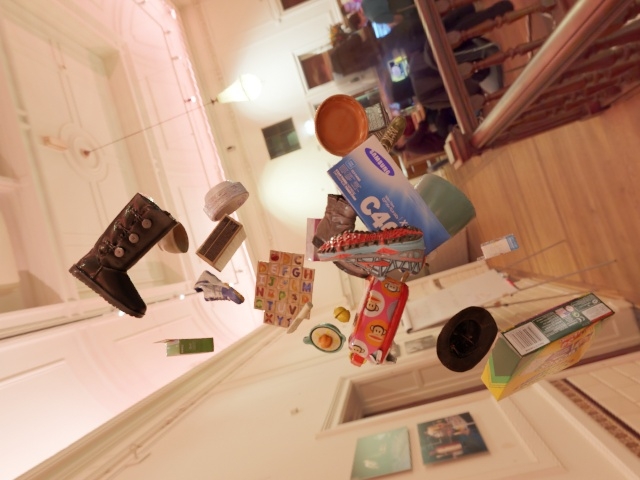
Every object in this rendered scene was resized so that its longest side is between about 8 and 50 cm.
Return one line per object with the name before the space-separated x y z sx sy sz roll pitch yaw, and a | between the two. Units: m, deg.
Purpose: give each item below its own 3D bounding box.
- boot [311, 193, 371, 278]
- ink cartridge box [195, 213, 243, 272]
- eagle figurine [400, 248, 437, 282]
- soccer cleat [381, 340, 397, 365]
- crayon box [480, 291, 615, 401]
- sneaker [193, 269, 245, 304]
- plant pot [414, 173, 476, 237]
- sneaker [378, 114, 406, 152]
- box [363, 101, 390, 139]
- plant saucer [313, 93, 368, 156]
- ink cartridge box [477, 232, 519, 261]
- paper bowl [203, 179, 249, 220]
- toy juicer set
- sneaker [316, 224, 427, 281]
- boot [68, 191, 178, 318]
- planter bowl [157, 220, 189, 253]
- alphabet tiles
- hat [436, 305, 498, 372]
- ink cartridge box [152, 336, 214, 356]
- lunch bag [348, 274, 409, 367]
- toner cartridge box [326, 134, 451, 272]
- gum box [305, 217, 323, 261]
boot | 0.104 -0.025 1.429 0.118 0.223 0.338 -4 -150 -47
ink cartridge box | -0.386 0.015 1.600 0.088 0.193 0.235 35 167 1
eagle figurine | 0.276 0.001 1.554 0.298 0.226 0.225 43 170 50
soccer cleat | 0.286 0.445 1.898 0.116 0.143 0.331 -48 -50 -52
crayon box | 0.743 0.361 1.349 0.313 0.362 0.106 82 164 -44
sneaker | -0.505 0.266 2.008 0.131 0.296 0.112 -55 -32 -18
plant pot | 0.484 -0.106 1.768 0.293 0.235 0.293 43 176 3
sneaker | 0.249 -0.363 1.478 0.064 0.192 0.086 33 -153 -3
box | 0.176 -0.457 1.642 0.153 0.207 0.108 1 -105 -72
plant saucer | 0.065 -0.374 1.324 0.037 0.200 0.200 14 127 64
ink cartridge box | 0.782 0.032 1.809 0.062 0.181 0.104 68 -158 1
paper bowl | -0.581 -0.251 2.434 0.148 0.284 0.284 52 -172 4
toy juicer set | 0.027 0.329 1.474 0.089 0.328 0.209 -59 -19 -56
sneaker | 0.113 0.046 0.940 0.104 0.261 0.125 -47 -54 -54
boot | -0.784 0.067 1.761 0.367 0.445 0.146 42 170 -18
planter bowl | -0.732 -0.005 1.980 0.162 0.109 0.162 -13 -90 -84
alphabet tiles | -0.168 0.220 1.821 0.011 0.285 0.343 -2 -81 -69
hat | 0.671 0.451 1.933 0.134 0.331 0.331 -139 27 -72
ink cartridge box | -0.543 0.425 1.607 0.209 0.109 0.062 12 -114 -47
lunch bag | 0.145 0.228 1.122 0.293 0.120 0.258 63 -132 -81
toner cartridge box | 0.184 -0.098 1.116 0.348 0.165 0.075 52 -178 0
gum box | 0.000 0.000 1.688 0.062 0.107 0.189 10 99 55
